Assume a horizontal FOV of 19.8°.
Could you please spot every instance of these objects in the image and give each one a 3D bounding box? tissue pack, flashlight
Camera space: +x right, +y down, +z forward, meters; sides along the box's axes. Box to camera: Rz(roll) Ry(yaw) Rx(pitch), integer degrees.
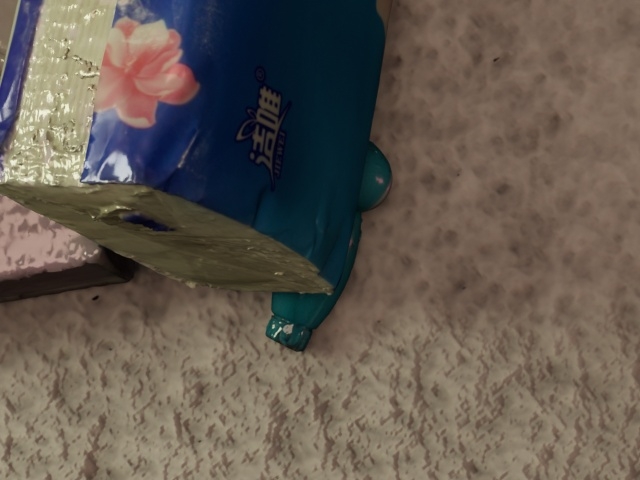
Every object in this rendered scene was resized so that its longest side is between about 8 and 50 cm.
[{"bbox_3d":[-0.052,-0.122,0.972,0.137,0.209,0.270,1,72,34],"label":"tissue pack"},{"bbox_3d":[0.000,0.000,1.058,0.051,0.051,0.129,24,90,7],"label":"flashlight"}]

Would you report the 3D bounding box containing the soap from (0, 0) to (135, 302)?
[{"bbox_3d":[-0.272,-0.093,1.067,0.296,0.107,0.285,-11,81,3],"label":"soap"}]
